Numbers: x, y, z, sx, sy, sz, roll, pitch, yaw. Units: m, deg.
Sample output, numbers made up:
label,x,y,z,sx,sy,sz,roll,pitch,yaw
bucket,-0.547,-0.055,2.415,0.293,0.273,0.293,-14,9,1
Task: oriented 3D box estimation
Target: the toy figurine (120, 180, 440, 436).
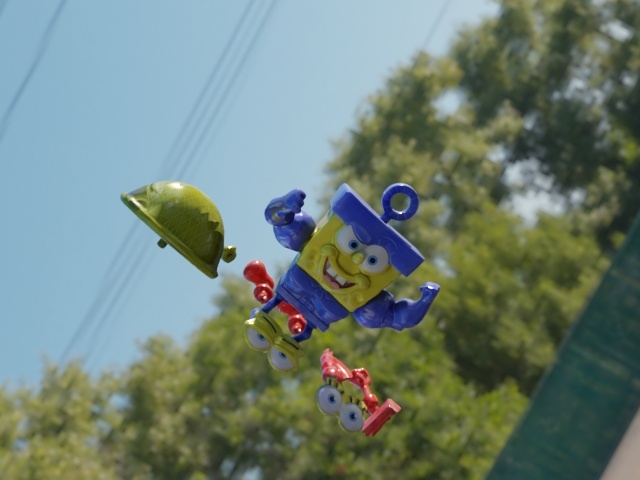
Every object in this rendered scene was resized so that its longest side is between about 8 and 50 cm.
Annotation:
label,x,y,z,sx,sy,sz,roll,pitch,yaw
toy figurine,0.000,0.000,1.648,0.217,0.362,0.191,-45,7,12
